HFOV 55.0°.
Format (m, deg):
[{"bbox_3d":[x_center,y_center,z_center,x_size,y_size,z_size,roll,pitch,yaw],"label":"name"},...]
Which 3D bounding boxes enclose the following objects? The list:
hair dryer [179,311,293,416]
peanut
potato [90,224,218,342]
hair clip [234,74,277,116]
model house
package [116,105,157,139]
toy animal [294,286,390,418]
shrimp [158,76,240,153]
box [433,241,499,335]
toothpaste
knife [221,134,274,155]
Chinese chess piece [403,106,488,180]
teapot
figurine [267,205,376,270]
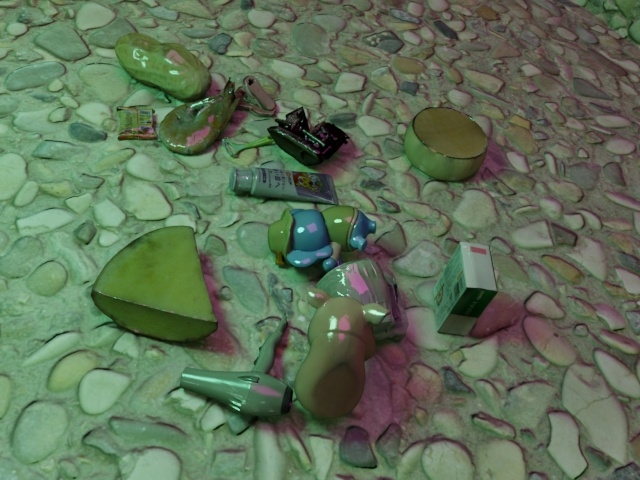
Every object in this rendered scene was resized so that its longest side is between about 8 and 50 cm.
[{"bbox_3d":[-0.176,0.258,1.300,0.228,0.092,0.267,0,36,-6],"label":"hair dryer"},{"bbox_3d":[-0.475,-0.528,1.843,0.312,0.152,0.152,26,49,11],"label":"peanut"},{"bbox_3d":[-0.331,0.086,1.370,0.269,0.112,0.255,17,44,-4],"label":"potato"},{"bbox_3d":[-0.210,-0.429,1.900,0.138,0.102,0.123,45,48,-18],"label":"hair clip"},{"bbox_3d":[-0.031,-0.308,1.763,0.203,0.141,0.164,37,71,12],"label":"model house"},{"bbox_3d":[-0.519,-0.331,1.735,0.107,0.031,0.121,-3,56,-16],"label":"package"},{"bbox_3d":[0.028,0.232,1.238,0.166,0.154,0.250,12,88,-6],"label":"toy animal"},{"bbox_3d":[-0.346,-0.367,1.774,0.168,0.077,0.317,24,57,7],"label":"shrimp"},{"bbox_3d":[0.336,0.117,1.451,0.081,0.199,0.135,11,50,-9],"label":"box"},{"bbox_3d":[-0.095,-0.153,1.670,0.299,0.073,0.114,3,49,-22],"label":"toothpaste"},{"bbox_3d":[-0.201,-0.284,1.779,0.166,0.023,0.078,-17,63,-26],"label":"knife"},{"bbox_3d":[0.384,-0.298,1.887,0.257,0.104,0.257,7,48,-8],"label":"Chinese chess piece"},{"bbox_3d":[0.098,0.158,1.415,0.163,0.221,0.178,-28,65,13],"label":"teapot"},{"bbox_3d":[0.000,-0.004,1.501,0.261,0.154,0.180,5,72,8],"label":"figurine"}]
